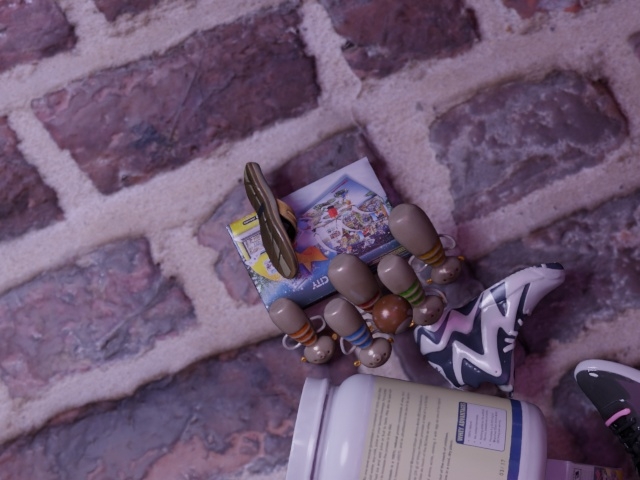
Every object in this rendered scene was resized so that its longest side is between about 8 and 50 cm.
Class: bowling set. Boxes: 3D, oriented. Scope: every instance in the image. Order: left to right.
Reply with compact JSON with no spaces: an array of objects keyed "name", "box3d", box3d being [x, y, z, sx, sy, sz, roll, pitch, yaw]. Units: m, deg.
[{"name":"bowling set","box3d":[0.085,0.107,1.638,0.287,0.200,0.154,-37,122,7]}]

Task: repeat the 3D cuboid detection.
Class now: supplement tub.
[{"name":"supplement tub","box3d":[0.123,0.308,1.596,0.325,0.235,0.235,10,81,3]}]

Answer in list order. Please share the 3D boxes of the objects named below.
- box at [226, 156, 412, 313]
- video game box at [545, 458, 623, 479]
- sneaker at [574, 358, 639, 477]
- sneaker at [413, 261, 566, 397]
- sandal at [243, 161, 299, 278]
[{"name":"box","box3d":[0.000,0.000,1.743,0.233,0.044,0.159,-26,81,-3]},{"name":"video game box","box3d":[0.346,0.402,1.606,0.048,0.187,0.205,1,78,39]},{"name":"sneaker","box3d":[0.453,0.295,1.634,0.296,0.104,0.147,41,56,4]},{"name":"sneaker","box3d":[0.266,0.140,1.691,0.235,0.094,0.153,-27,83,-3]},{"name":"sandal","box3d":[-0.061,-0.034,1.700,0.049,0.072,0.180,-15,74,-22]}]
